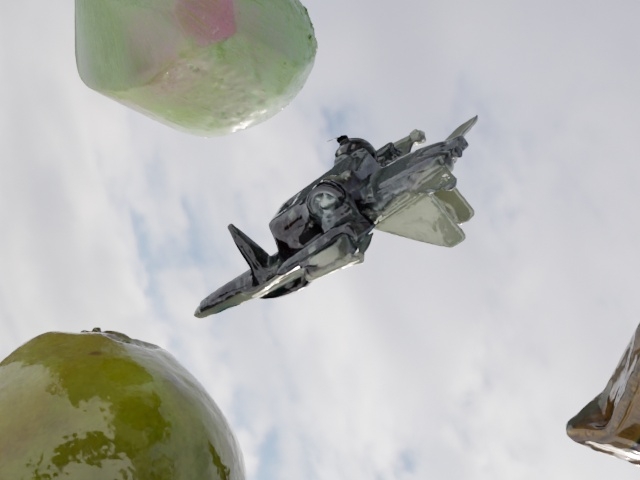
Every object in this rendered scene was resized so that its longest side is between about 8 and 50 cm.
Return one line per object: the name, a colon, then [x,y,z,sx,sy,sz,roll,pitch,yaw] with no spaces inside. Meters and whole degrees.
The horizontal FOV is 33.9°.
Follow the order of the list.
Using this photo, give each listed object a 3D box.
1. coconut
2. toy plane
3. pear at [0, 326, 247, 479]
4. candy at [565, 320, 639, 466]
coconut: [-0.127,-0.206,0.967,0.204,0.235,0.236,-24,-101,37]
toy plane: [-0.006,-0.009,0.741,0.262,0.192,0.088,-21,-70,28]
pear: [-0.191,0.220,0.849,0.269,0.269,0.321,120,-37,-55]
candy: [0.390,0.128,1.148,0.101,0.143,0.271,-69,-177,-73]
